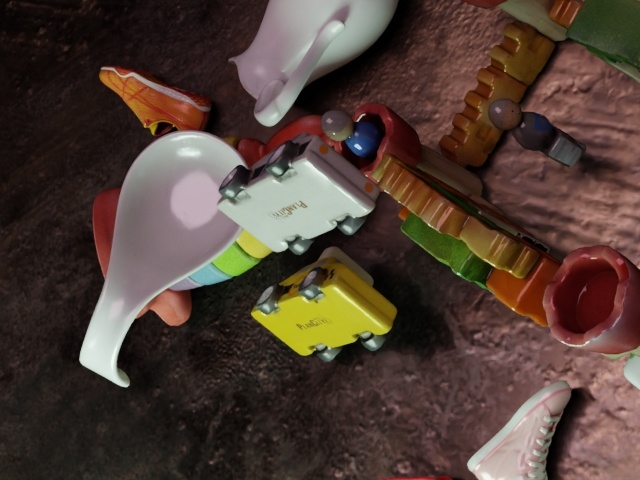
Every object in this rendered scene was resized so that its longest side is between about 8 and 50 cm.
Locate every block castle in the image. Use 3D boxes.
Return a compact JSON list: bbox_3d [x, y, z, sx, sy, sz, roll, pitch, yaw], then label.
[{"bbox_3d":[0.207,-0.099,1.302,0.303,0.212,0.453,-60,36,8],"label":"block castle"}]

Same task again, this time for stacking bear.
[{"bbox_3d":[-0.088,-0.040,1.587,0.289,0.175,0.164,-25,75,14],"label":"stacking bear"}]

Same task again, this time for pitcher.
[{"bbox_3d":[-0.005,-0.224,1.569,0.207,0.125,0.178,-47,24,17],"label":"pitcher"}]

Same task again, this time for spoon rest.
[{"bbox_3d":[-0.167,0.017,1.478,0.137,0.084,0.276,26,90,11],"label":"spoon rest"}]

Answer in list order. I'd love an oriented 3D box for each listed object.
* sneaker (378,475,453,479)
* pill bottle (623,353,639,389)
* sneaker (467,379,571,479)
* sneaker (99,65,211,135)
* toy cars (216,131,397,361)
[{"bbox_3d":[0.120,0.307,1.423,0.221,0.087,0.128,27,95,31],"label":"sneaker"},{"bbox_3d":[0.390,0.052,1.284,0.136,0.136,0.246,35,98,31],"label":"pill bottle"},{"bbox_3d":[0.210,0.202,1.412,0.134,0.051,0.070,-48,62,17],"label":"sneaker"},{"bbox_3d":[-0.208,-0.166,1.733,0.175,0.064,0.067,29,105,35],"label":"sneaker"},{"bbox_3d":[0.000,0.000,1.425,0.176,0.394,0.087,20,62,20],"label":"toy cars"}]
